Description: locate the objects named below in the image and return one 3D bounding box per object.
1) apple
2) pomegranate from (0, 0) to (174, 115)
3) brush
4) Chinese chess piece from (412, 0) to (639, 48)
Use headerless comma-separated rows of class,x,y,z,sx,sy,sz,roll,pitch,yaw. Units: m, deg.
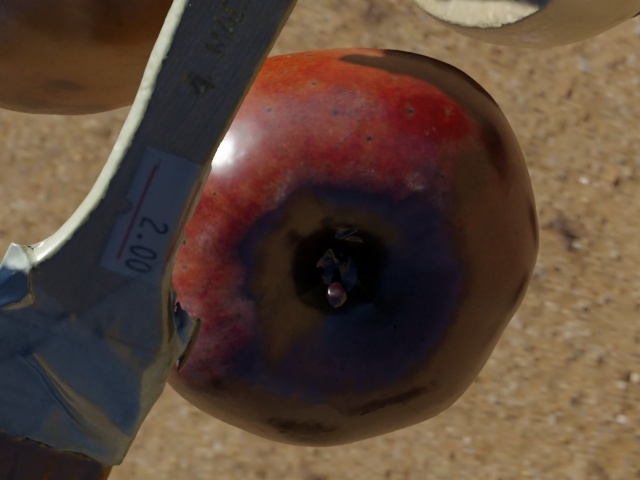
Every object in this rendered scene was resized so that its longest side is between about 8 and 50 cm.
apple,-0.002,0.000,1.067,0.234,0.234,0.234,-10,74,39
pomegranate,-0.156,-0.236,1.183,0.319,0.319,0.319,-10,74,39
brush,-0.060,-0.025,0.725,0.336,0.085,0.020,-65,18,13
Chinese chess piece,0.177,-0.327,1.642,0.338,0.140,0.338,9,102,50
